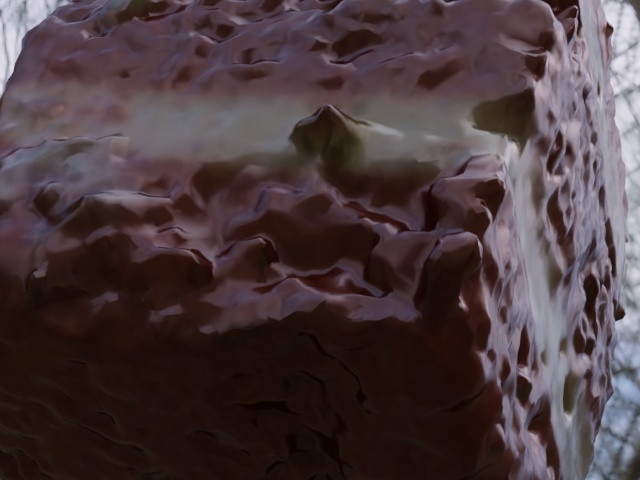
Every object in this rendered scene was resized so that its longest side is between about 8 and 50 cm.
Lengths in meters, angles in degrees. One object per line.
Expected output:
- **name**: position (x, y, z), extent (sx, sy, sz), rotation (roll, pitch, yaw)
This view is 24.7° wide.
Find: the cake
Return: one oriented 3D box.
- **cake**: position (0.000, 0.000, 0.726), extent (0.269, 0.319, 0.270), rotation (3, -42, 21)
